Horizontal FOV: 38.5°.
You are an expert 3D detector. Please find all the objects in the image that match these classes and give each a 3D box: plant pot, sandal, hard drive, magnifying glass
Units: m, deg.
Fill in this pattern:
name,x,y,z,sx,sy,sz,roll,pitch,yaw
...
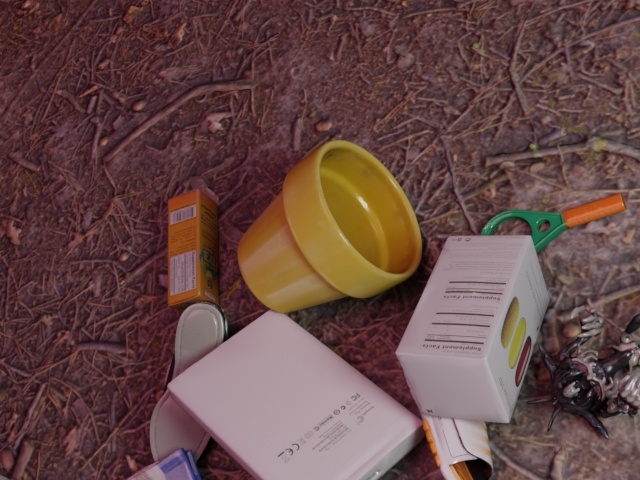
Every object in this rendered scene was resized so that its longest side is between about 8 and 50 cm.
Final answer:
name,x,y,z,sx,sy,sz,roll,pitch,yaw
plant pot,0.000,0.000,1.520,0.239,0.254,0.253,-33,52,34
sandal,0.196,0.266,1.339,0.076,0.102,0.265,-32,51,13
hard drive,-0.044,0.264,1.426,0.233,0.047,0.353,-35,48,-25
magnifying glass,0.360,-0.024,1.435,0.231,0.026,0.092,-20,57,24

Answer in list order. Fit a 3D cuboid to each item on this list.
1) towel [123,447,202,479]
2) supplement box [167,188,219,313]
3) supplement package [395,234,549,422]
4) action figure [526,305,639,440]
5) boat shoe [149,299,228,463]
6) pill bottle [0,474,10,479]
name,x,y,z,sx,sy,sz,roll,pitch,yaw
towel,-0.304,0.499,1.545,0.285,0.034,0.209,-30,68,15
supplement box,-0.242,0.025,1.745,0.080,0.078,0.233,-15,60,21
supplement package,0.225,0.122,1.316,0.134,0.139,0.244,-1,42,32
action figure,0.400,0.158,1.245,0.276,0.141,0.164,-38,64,8
boat shoe,-0.219,0.254,1.604,0.114,0.091,0.302,17,92,3
pill bottle,-0.614,0.618,1.579,0.224,0.224,0.392,-29,55,16
